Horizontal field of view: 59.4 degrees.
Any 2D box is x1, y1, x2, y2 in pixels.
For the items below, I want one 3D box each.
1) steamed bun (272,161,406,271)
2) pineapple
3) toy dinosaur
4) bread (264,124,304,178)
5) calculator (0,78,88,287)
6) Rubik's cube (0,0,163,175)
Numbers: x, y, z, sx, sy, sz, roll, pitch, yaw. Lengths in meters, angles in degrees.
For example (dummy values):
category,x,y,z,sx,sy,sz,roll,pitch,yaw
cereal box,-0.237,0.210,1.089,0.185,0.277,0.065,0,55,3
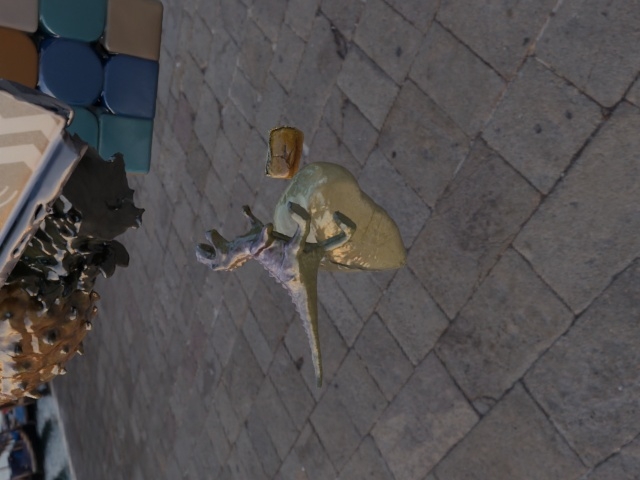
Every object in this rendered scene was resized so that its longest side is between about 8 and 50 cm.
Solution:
category,x,y,z,sx,sy,sz,roll,pitch,yaw
steamed bun,0.003,-0.017,0.877,0.231,0.110,0.212,1,141,21
pineapple,-0.248,0.022,0.494,0.278,0.157,0.158,-45,57,24
toy dinosaur,-0.035,0.046,0.732,0.251,0.072,0.200,38,117,-8
bread,-0.072,-0.177,1.124,0.053,0.072,0.106,-127,45,-73
calculator,-0.282,-0.007,0.358,0.274,0.165,0.028,-47,40,24
Rubik's cube,-0.548,-0.324,1.096,0.347,0.344,0.347,17,104,46
